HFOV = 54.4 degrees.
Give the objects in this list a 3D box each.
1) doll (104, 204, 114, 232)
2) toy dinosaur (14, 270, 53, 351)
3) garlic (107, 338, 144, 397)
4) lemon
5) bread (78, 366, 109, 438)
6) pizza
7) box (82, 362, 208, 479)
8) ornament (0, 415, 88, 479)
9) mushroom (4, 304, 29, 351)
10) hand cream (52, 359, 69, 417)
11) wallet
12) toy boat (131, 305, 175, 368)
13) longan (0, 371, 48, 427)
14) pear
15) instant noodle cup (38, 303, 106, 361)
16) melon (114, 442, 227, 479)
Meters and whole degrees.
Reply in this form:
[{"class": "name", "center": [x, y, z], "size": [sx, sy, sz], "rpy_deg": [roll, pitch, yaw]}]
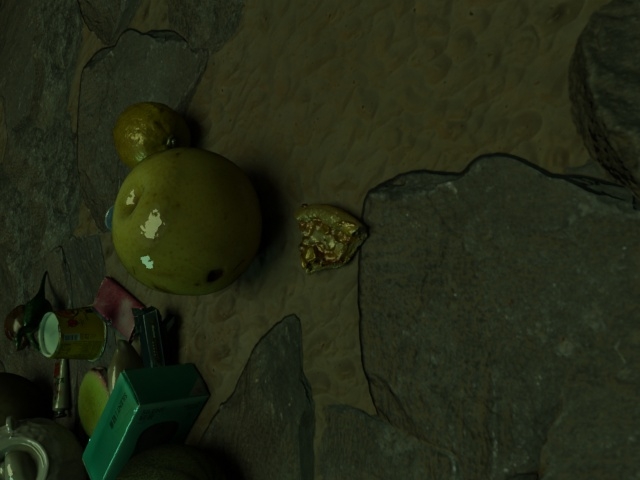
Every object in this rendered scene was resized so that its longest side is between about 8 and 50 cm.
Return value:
[{"class": "doll", "center": [-0.529, -0.039, 1.754], "size": [0.241, 0.099, 0.135], "rpy_deg": [26, 81, 40]}, {"class": "toy dinosaur", "center": [-0.931, 0.216, 2.000], "size": [0.300, 0.087, 0.447], "rpy_deg": [88, 164, -53]}, {"class": "garlic", "center": [-0.541, 0.429, 1.715], "size": [0.143, 0.112, 0.318], "rpy_deg": [-130, 52, -60]}, {"class": "lemon", "center": [-0.436, -0.264, 1.621], "size": [0.231, 0.192, 0.192], "rpy_deg": [20, 100, 43]}, {"class": "bread", "center": [-0.682, 0.497, 1.893], "size": [0.229, 0.034, 0.228], "rpy_deg": [-6, 81, 42]}, {"class": "pizza", "center": [0.000, 0.000, 1.282], "size": [0.182, 0.063, 0.161], "rpy_deg": [34, 111, 38]}, {"class": "box", "center": [-0.437, 0.462, 1.552], "size": [0.118, 0.205, 0.311], "rpy_deg": [44, 115, 34]}, {"class": "ornament", "center": [-0.869, 0.703, 1.858], "size": [0.337, 0.337, 0.336], "rpy_deg": [-4, 83, 43]}, {"class": "mushroom", "center": [-1.107, 0.320, 2.274], "size": [0.135, 0.080, 0.170], "rpy_deg": [-31, 63, 48]}, {"class": "hand cream", "center": [-0.857, 0.464, 2.056], "size": [0.080, 0.050, 0.233], "rpy_deg": [-29, 61, 42]}, {"class": "wallet", "center": [-0.597, 0.201, 1.837], "size": [0.232, 0.025, 0.119], "rpy_deg": [27, 95, 40]}, {"class": "toy boat", "center": [-0.426, 0.287, 1.641], "size": [0.093, 0.103, 0.246], "rpy_deg": [-178, 79, -66]}, {"class": "longan", "center": [-1.079, 0.593, 2.105], "size": [0.350, 0.289, 0.288], "rpy_deg": [-54, 53, 39]}, {"class": "pear", "center": [-0.291, -0.040, 1.383], "size": [0.348, 0.348, 0.348], "rpy_deg": [-4, 83, 43]}, {"class": "instant noodle cup", "center": [-0.767, 0.287, 1.914], "size": [0.182, 0.144, 0.182], "rpy_deg": [-5, 82, 43]}, {"class": "melon", "center": [-0.344, 0.590, 1.434], "size": [0.302, 0.238, 0.237], "rpy_deg": [-20, 73, 36]}]
